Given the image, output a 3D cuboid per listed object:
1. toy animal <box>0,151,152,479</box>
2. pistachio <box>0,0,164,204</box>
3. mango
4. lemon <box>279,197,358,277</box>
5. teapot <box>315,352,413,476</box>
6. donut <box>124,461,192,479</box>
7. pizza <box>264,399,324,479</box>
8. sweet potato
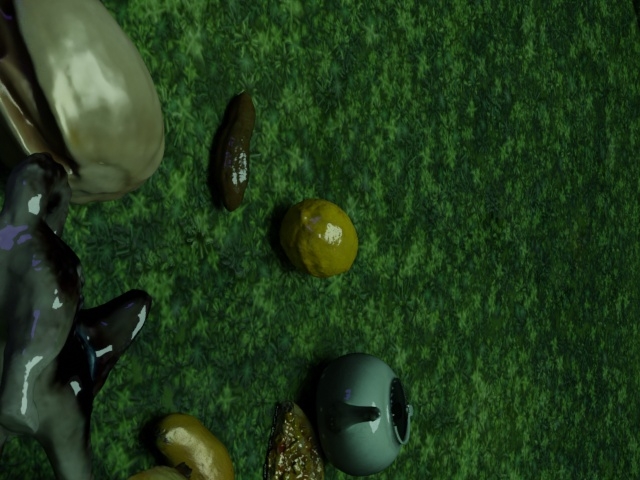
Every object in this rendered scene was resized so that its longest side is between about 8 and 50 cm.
[{"bbox_3d":[-0.304,0.097,1.484,0.344,0.194,0.303,81,21,-59],"label":"toy animal"},{"bbox_3d":[-0.294,-0.183,1.538,0.214,0.193,0.318,-79,148,-68],"label":"pistachio"},{"bbox_3d":[-0.167,0.300,1.849,0.190,0.075,0.098,60,36,-29],"label":"mango"},{"bbox_3d":[0.000,0.000,2.088,0.155,0.114,0.114,50,49,-49],"label":"lemon"},{"bbox_3d":[0.072,0.271,2.160,0.294,0.129,0.193,17,67,-71],"label":"teapot"},{"bbox_3d":[-0.221,0.458,1.550,0.435,0.163,0.378,-17,130,-55],"label":"donut"},{"bbox_3d":[-0.040,0.329,2.087,0.131,0.041,0.178,-30,115,-53],"label":"pizza"},{"bbox_3d":[-0.121,-0.134,1.952,0.054,0.053,0.182,14,71,-18],"label":"sweet potato"}]
